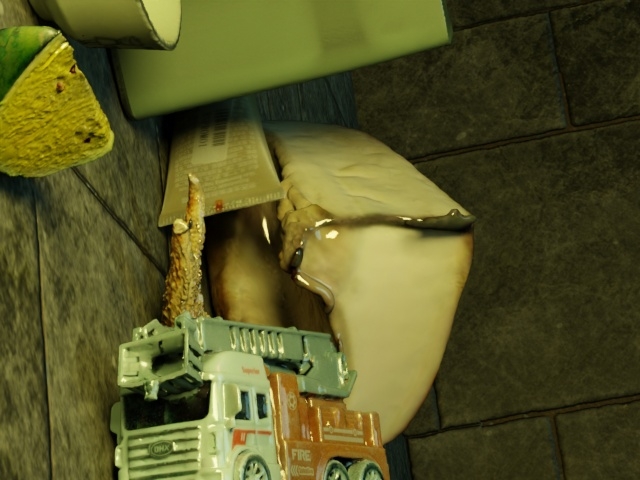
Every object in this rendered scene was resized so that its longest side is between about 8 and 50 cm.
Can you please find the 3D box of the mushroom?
[{"bbox_3d":[-0.011,0.030,1.876,0.397,0.224,0.313,-131,-137,-56],"label":"mushroom"}]

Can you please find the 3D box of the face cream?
[{"bbox_3d":[-0.118,-0.126,1.836,0.341,0.137,0.084,-99,176,-55],"label":"face cream"}]

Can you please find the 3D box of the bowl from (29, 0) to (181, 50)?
[{"bbox_3d":[-0.200,-0.257,1.418,0.211,0.112,0.211,-12,90,-82],"label":"bowl"}]

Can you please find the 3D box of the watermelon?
[{"bbox_3d":[-0.215,-0.087,1.183,0.181,0.092,0.075,82,14,-69],"label":"watermelon"}]

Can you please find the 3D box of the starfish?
[{"bbox_3d":[-0.132,0.092,1.597,0.299,0.060,0.302,-69,156,-72],"label":"starfish"}]

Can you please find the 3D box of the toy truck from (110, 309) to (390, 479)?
[{"bbox_3d":[-0.069,0.161,1.451,0.338,0.133,0.184,18,64,-58],"label":"toy truck"}]

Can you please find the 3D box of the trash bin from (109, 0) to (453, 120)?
[{"bbox_3d":[-0.038,-0.239,1.718,0.223,0.344,0.158,-66,147,-78],"label":"trash bin"}]
